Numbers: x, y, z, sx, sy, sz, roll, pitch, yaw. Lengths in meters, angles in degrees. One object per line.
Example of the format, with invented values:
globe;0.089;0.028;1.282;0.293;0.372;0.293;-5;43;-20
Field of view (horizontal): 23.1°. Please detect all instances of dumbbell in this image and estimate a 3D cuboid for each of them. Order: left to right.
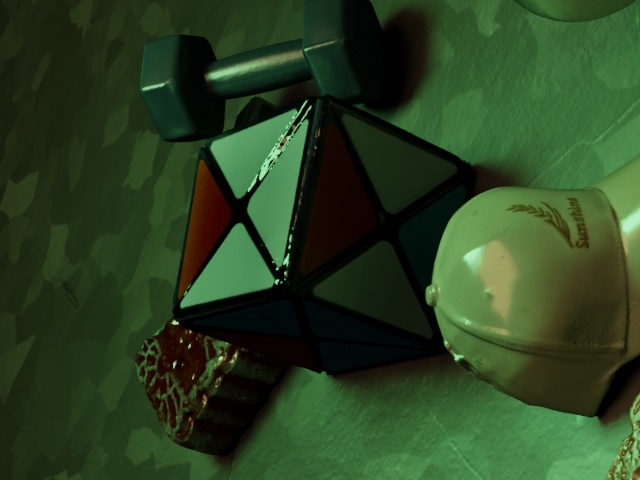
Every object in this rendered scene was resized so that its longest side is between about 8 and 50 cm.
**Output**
dumbbell;-0.075;-0.225;2.065;0.325;0.144;0.160;-11;58;22

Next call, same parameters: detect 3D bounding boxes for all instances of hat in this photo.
hat;0.253;0.005;1.558;0.301;0.168;0.258;-43;42;33

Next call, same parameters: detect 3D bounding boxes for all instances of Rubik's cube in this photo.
Rubik's cube;0.000;0.001;1.838;0.248;0.246;0.250;-13;62;50

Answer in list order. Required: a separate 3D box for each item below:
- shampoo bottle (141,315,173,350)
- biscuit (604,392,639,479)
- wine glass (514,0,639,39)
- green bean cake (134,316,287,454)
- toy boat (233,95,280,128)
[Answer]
shampoo bottle;-0.171;0.110;2.174;0.204;0.065;0.065;-43;42;33
biscuit;0.343;0.191;1.445;0.280;0.043;0.183;-57;32;24
wine glass;0.291;-0.314;1.547;0.238;0.323;0.238;-26;54;43
green bean cake;-0.142;0.150;2.083;0.233;0.097;0.198;-54;37;20
toy boat;-0.073;-0.099;2.135;0.102;0.088;0.215;-9;63;48
